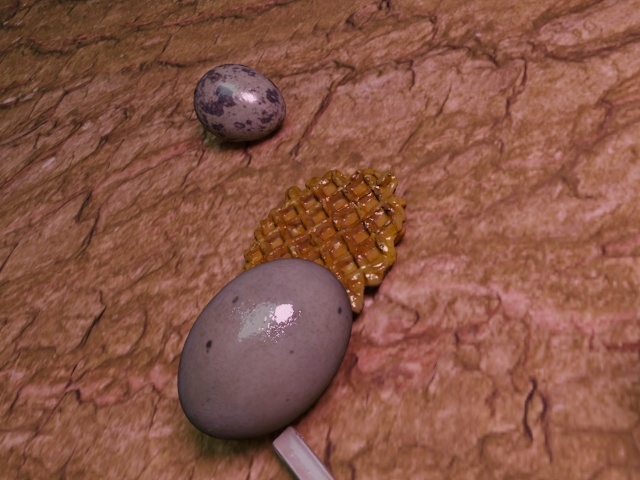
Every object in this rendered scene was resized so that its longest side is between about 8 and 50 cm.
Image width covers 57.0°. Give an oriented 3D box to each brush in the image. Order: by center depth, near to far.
[{"bbox_3d":[0.011,0.277,0.634,0.033,0.030,0.178,-34,56,-21],"label":"brush"}]

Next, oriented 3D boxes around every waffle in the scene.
[{"bbox_3d":[0.000,0.000,0.826,0.237,0.059,0.243,8,61,32],"label":"waffle"}]

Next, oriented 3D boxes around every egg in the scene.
[{"bbox_3d":[-0.065,0.126,0.685,0.236,0.169,0.169,-47,48,6],"label":"egg"},{"bbox_3d":[-0.139,-0.238,1.028,0.172,0.132,0.132,15,63,19],"label":"egg"}]
